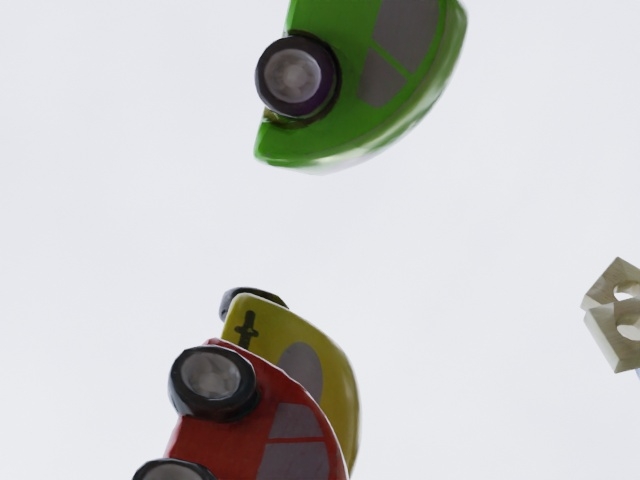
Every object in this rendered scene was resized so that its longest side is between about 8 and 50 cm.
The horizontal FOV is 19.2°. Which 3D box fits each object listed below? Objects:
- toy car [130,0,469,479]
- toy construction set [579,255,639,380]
[{"bbox_3d":[0.000,0.000,0.511,0.053,0.239,0.225,14,-87,1],"label":"toy car"},{"bbox_3d":[0.205,0.151,0.978,0.327,0.151,0.215,81,-161,-46],"label":"toy construction set"}]
